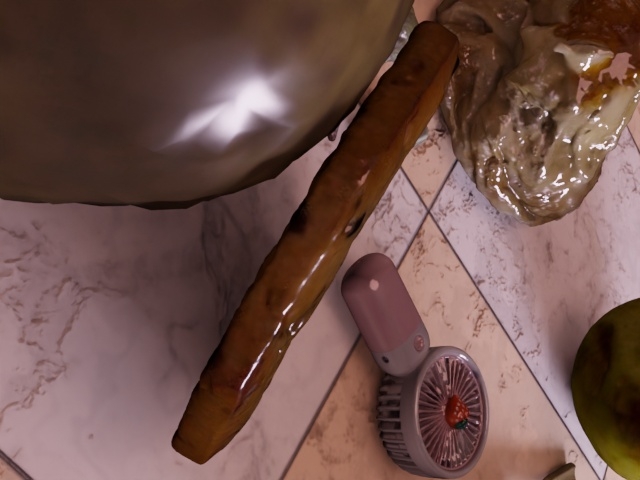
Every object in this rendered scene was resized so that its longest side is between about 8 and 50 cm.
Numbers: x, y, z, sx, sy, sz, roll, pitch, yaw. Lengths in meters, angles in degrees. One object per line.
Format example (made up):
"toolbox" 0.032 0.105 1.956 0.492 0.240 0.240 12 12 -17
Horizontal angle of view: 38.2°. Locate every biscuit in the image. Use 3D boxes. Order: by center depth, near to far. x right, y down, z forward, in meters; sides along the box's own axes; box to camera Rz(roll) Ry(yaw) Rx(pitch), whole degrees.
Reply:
"biscuit" 0.000 0.001 0.669 0.046 0.359 0.359 32 54 2

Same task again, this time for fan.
"fan" 0.090 0.124 0.909 0.130 0.074 0.244 -45 115 -41

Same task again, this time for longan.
"longan" -0.127 -0.209 0.519 0.391 0.391 0.391 10 76 -46

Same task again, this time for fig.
"fig" 0.440 0.206 1.173 0.271 0.239 0.239 70 37 -49

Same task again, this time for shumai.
"shumai" 0.300 -0.174 1.053 0.267 0.262 0.314 -27 106 -46

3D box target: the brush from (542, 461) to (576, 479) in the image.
"brush" 0.247 0.304 1.085 0.248 0.036 0.043 -3 90 -55

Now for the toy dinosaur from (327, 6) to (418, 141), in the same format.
"toy dinosaur" 0.056 -0.242 0.893 0.162 0.077 0.294 -5 95 -66

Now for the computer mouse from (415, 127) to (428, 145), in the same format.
"computer mouse" 0.073 -0.112 0.957 0.110 0.032 0.056 -30 89 -44
